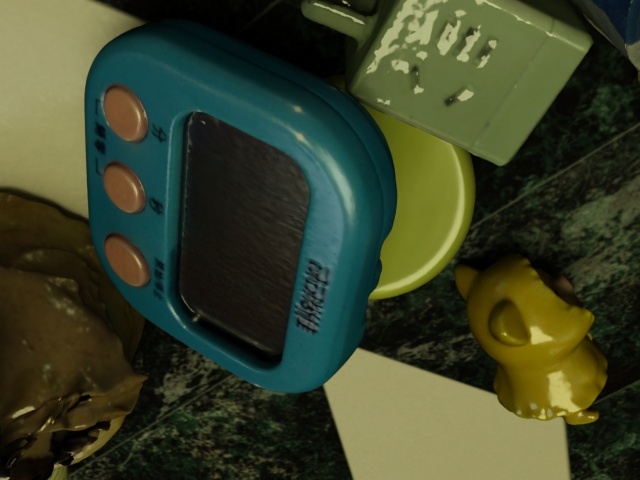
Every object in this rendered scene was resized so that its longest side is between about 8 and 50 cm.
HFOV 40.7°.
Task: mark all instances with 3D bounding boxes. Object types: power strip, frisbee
[{"bbox_3d":[0.096,-0.188,0.756,0.224,0.139,0.140,22,124,-15],"label":"power strip"},{"bbox_3d":[0.040,-0.051,0.874,0.236,0.017,0.236,3,105,10],"label":"frisbee"}]

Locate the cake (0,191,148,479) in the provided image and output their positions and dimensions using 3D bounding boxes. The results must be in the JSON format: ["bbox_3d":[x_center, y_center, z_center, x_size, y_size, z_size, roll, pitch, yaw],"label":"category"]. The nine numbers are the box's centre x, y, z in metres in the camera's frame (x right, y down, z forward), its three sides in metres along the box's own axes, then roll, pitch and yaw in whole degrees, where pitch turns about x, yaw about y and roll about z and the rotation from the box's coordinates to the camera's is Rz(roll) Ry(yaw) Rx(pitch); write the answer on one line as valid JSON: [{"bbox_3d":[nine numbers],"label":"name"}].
[{"bbox_3d":[-0.357,0.155,0.900,0.332,0.321,0.332,0,124,0],"label":"cake"}]

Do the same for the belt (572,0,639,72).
[{"bbox_3d":[0.360,-0.275,0.663,0.347,0.117,0.212,-36,140,13],"label":"belt"}]

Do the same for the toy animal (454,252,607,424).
[{"bbox_3d":[0.242,0.119,0.974,0.156,0.156,0.229,-27,119,19],"label":"toy animal"}]

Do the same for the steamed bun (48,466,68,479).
[{"bbox_3d":[-0.445,0.314,1.087,0.153,0.239,0.170,29,135,30],"label":"steamed bun"}]

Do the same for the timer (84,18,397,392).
[{"bbox_3d":[-0.083,-0.026,0.816,0.309,0.115,0.340,29,134,20],"label":"timer"}]

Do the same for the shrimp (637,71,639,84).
[{"bbox_3d":[0.414,-0.185,0.813,0.217,0.051,0.150,-27,124,28],"label":"shrimp"}]
